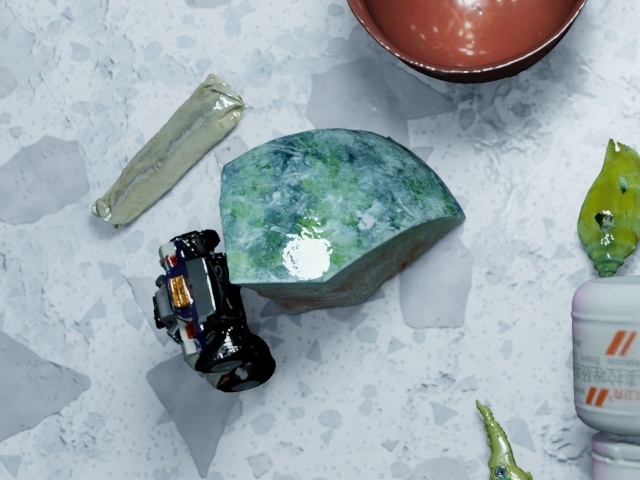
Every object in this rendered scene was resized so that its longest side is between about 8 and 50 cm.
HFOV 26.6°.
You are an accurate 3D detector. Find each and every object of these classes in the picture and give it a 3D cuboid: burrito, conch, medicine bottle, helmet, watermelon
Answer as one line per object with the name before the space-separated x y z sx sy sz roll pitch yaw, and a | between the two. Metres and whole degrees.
burrito | -0.223 -0.123 1.977 0.275 0.059 0.082 -46 70 1
conch | 0.402 -0.034 1.843 0.095 0.079 0.200 26 79 -7
medicine bottle | 0.442 0.198 1.709 0.241 0.241 0.301 -2 91 10
helmet | 0.205 -0.365 1.845 0.338 0.230 0.384 -18 70 6
watermelon | 0.000 0.000 1.860 0.387 0.258 0.228 -20 55 -36

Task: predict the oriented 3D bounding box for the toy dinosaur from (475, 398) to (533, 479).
toy dinosaur | 0.252 0.339 1.808 0.153 0.094 0.259 -36 69 4

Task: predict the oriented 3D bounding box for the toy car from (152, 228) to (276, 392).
toy car | -0.151 0.095 1.808 0.118 0.301 0.193 -17 74 5
